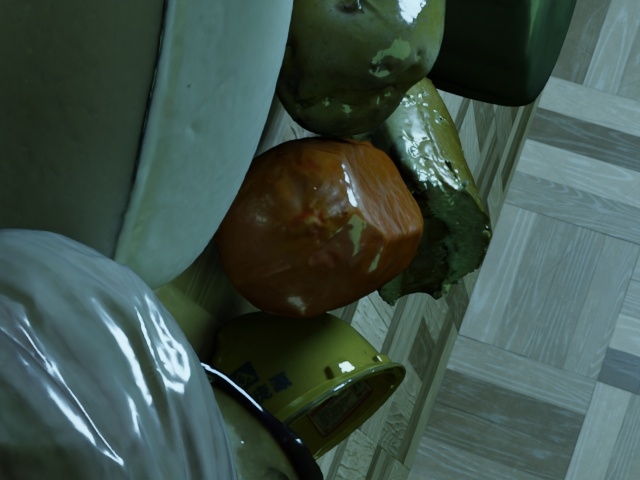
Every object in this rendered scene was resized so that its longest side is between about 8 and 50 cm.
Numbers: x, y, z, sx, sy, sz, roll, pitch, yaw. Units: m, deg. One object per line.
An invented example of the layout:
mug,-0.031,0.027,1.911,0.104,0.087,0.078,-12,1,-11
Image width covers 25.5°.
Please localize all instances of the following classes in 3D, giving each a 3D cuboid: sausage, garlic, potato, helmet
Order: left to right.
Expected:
garlic,-0.153,0.154,0.595,0.317,0.259,0.317,-26,127,-39
helmet,-0.042,0.134,1.333,0.205,0.140,0.257,-42,162,12
sausage,-0.002,-0.015,1.248,0.141,0.153,0.268,-32,176,15
potato,0.034,-0.187,1.226,0.154,0.137,0.200,-37,-158,53

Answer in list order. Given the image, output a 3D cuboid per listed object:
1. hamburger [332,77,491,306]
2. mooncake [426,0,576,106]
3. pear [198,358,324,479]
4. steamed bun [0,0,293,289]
hamburger,0.092,-0.067,1.523,0.309,0.133,0.211,76,-1,-65
mooncake,0.200,-0.327,1.607,0.351,0.187,0.351,14,90,-78
pear,-0.146,0.210,0.947,0.178,0.267,0.267,-38,-159,54
steamed bun,-0.103,-0.103,0.713,0.164,0.146,0.241,-34,139,-65
